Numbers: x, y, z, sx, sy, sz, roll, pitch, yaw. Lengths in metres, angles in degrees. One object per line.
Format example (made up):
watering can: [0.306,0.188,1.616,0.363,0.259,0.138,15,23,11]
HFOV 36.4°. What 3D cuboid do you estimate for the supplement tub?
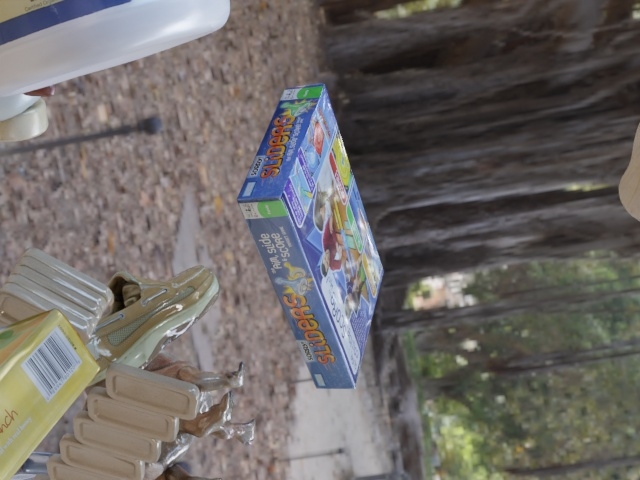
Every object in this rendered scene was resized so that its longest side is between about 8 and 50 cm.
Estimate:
supplement tub: [-0.225,-0.298,0.801,0.228,0.228,0.316,-71,145,-76]

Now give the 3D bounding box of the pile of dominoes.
pile of dominoes: [-0.201,0.106,0.655,0.251,0.196,0.040,-52,-167,43]

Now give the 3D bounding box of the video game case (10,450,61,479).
video game case: [-0.398,0.271,1.045,0.196,0.274,0.026,54,23,-72]

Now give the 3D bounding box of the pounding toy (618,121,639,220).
pounding toy: [0.371,-0.112,0.805,0.154,0.155,0.269,34,-41,30]

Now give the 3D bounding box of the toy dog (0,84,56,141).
toy dog: [-0.421,-0.157,1.046,0.161,0.334,0.220,27,-35,48]

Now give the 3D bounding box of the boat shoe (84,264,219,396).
boat shoe: [-0.149,0.055,0.822,0.072,0.068,0.190,58,28,-9]

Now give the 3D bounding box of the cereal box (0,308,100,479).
cereal box: [-0.245,0.124,0.482,0.047,0.240,0.173,59,32,-19]

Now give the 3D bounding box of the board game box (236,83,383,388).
board game box: [0.000,0.000,0.756,0.136,0.035,0.201,-72,151,-45]

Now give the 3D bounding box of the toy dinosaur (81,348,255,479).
toy dinosaur: [-0.181,0.188,1.005,0.295,0.200,0.127,-71,162,-70]
